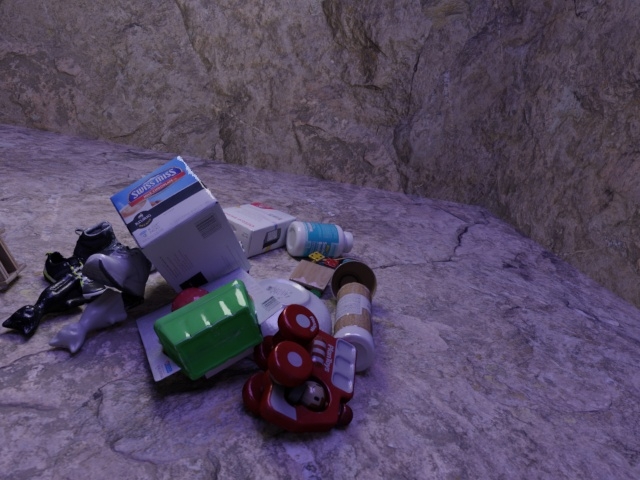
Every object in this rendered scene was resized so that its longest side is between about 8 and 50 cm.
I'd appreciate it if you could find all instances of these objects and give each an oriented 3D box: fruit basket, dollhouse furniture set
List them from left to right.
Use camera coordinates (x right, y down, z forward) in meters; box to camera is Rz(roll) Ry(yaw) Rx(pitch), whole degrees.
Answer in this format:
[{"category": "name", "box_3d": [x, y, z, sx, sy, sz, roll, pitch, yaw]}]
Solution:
[{"category": "dollhouse furniture set", "box_3d": [-0.953, 0.068, 1.374, 0.184, 0.129, 0.129, -18, 22, 0]}, {"category": "fruit basket", "box_3d": [-0.293, 0.200, 1.273, 0.327, 0.165, 0.353, -28, 19, -19]}]

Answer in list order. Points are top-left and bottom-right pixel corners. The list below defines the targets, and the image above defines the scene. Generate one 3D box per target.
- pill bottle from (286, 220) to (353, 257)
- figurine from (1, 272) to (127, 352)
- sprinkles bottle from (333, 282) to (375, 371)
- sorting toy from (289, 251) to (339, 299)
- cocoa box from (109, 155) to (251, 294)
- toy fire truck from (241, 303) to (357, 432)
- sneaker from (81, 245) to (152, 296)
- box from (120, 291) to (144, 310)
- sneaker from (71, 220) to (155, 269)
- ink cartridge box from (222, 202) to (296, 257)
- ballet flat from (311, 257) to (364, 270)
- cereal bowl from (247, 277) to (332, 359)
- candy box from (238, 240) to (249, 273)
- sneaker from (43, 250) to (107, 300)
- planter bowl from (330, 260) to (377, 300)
[{"category": "pill bottle", "box_3d": [0.000, 0.000, 2.079, 0.264, 0.146, 0.146, 4, 22, -24]}, {"category": "figurine", "box_3d": [-0.638, 0.191, 1.260, 0.215, 0.092, 0.209, 18, 28, 10]}, {"category": "sprinkles bottle", "box_3d": [0.099, 0.248, 1.499, 0.121, 0.121, 0.355, 13, 19, 0]}, {"category": "sorting toy", "box_3d": [-0.029, 0.134, 1.812, 0.132, 0.046, 0.274, 17, 33, 11]}, {"category": "cocoa box", "box_3d": [-0.387, -0.016, 1.430, 0.231, 0.347, 0.228, -34, 57, -12]}, {"category": "toy fire truck", "box_3d": [-0.026, 0.314, 1.172, 0.254, 0.169, 0.302, 29, 32, -12]}, {"category": "sneaker", "box_3d": [-0.541, 0.067, 1.344, 0.111, 0.129, 0.297, 20, -12, 2]}, {"category": "box", "box_3d": [-0.562, 0.173, 1.432, 0.067, 0.018, 0.083, 20, 20, 17]}, {"category": "sneaker", "box_3d": [-0.647, 0.023, 1.590, 0.269, 0.153, 0.101, 3, 22, -27]}, {"category": "ink cartridge box", "box_3d": [-0.280, -0.052, 2.066, 0.226, 0.131, 0.306, 24, 24, 26]}, {"category": "ballet flat", "box_3d": [0.071, 0.098, 1.964, 0.232, 0.080, 0.073, 6, 8, -21]}, {"category": "cereal bowl", "box_3d": [-0.122, 0.207, 1.445, 0.339, 0.141, 0.339, 12, 21, -5]}, {"category": "candy box", "box_3d": [-0.349, 0.068, 1.780, 0.159, 0.071, 0.233, 5, 20, -20]}, {"category": "sneaker", "box_3d": [-0.713, 0.096, 1.431, 0.235, 0.097, 0.084, 20, 21, 18]}, {"category": "planter bowl", "box_3d": [0.107, 0.155, 1.745, 0.162, 0.162, 0.109, 11, -8, -6]}]
